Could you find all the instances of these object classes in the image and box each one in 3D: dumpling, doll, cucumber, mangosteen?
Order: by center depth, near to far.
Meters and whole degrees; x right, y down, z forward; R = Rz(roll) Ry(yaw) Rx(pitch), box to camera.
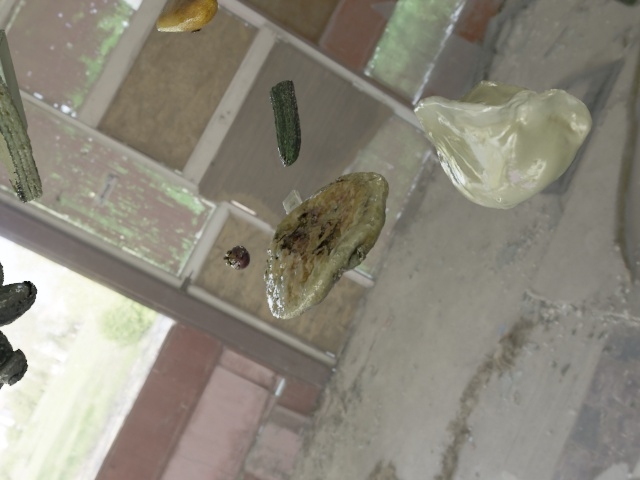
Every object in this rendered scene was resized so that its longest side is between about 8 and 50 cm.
[{"bbox_3d":[-0.521,0.140,0.995,0.340,0.245,0.158,-137,32,-59],"label":"doll"},{"bbox_3d":[0.253,-0.155,1.103,0.318,0.242,0.187,-6,72,62],"label":"dumpling"},{"bbox_3d":[-0.092,-0.328,1.922,0.077,0.077,0.265,-42,53,53],"label":"cucumber"},{"bbox_3d":[-0.267,0.058,2.257,0.081,0.081,0.081,-55,16,24],"label":"mangosteen"}]

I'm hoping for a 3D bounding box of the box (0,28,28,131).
[{"bbox_3d":[-0.740,-0.292,1.409,0.117,0.225,0.225,-112,19,-49],"label":"box"}]

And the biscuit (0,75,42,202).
[{"bbox_3d":[-0.517,-0.176,1.141,0.046,0.147,0.250,-27,-15,-24],"label":"biscuit"}]

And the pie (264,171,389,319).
[{"bbox_3d":[0.000,0.000,1.326,0.339,0.077,0.339,-43,27,28],"label":"pie"}]

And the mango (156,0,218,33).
[{"bbox_3d":[-0.314,-0.538,1.625,0.187,0.066,0.101,-8,69,30],"label":"mango"}]

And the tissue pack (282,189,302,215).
[{"bbox_3d":[-0.074,-0.094,1.955,0.056,0.023,0.108,-50,35,19],"label":"tissue pack"}]
